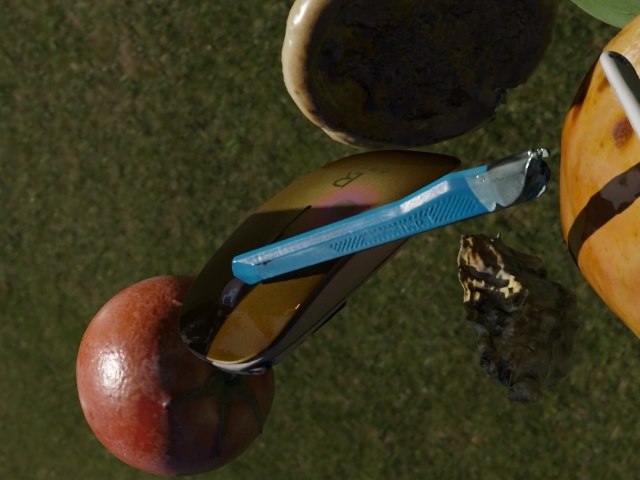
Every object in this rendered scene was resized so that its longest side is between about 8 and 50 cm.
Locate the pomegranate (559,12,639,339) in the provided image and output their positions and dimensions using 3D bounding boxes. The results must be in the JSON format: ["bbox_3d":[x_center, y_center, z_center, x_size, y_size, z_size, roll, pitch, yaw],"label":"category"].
[{"bbox_3d":[0.408,-0.070,0.976,0.410,0.410,0.410,27,143,22],"label":"pomegranate"}]

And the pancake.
[{"bbox_3d":[0.143,-0.263,1.532,0.382,0.382,0.071,85,167,-45],"label":"pancake"}]

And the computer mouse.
[{"bbox_3d":[0.000,0.000,1.065,0.158,0.310,0.072,14,138,50],"label":"computer mouse"}]

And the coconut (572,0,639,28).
[{"bbox_3d":[0.351,-0.382,1.262,0.281,0.328,0.328,50,146,-3],"label":"coconut"}]

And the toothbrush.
[{"bbox_3d":[0.191,-0.029,0.643,0.030,0.304,0.030,0,126,0],"label":"toothbrush"}]

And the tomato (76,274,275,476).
[{"bbox_3d":[-0.197,0.174,1.529,0.265,0.265,0.265,27,143,22],"label":"tomato"}]

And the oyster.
[{"bbox_3d":[0.310,0.103,1.714,0.201,0.354,0.107,26,129,-22],"label":"oyster"}]

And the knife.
[{"bbox_3d":[0.050,-0.015,0.921,0.297,0.026,0.044,-17,131,28],"label":"knife"}]
